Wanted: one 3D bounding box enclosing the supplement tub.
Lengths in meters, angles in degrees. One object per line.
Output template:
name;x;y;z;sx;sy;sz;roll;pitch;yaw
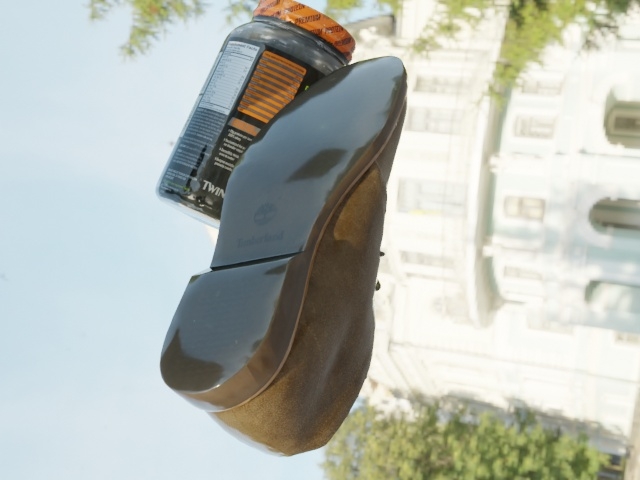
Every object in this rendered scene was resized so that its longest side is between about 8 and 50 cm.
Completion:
supplement tub;-0.049;-0.098;0.731;0.190;0.117;0.117;-65;-21;-5

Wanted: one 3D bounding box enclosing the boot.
boot;0.000;0.000;0.596;0.115;0.112;0.305;50;-131;-36
